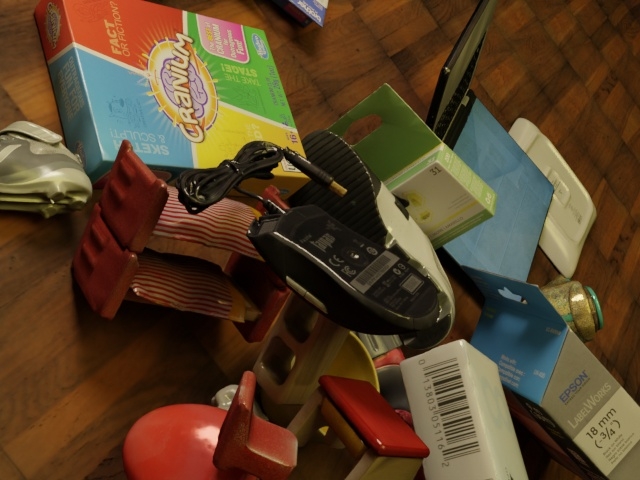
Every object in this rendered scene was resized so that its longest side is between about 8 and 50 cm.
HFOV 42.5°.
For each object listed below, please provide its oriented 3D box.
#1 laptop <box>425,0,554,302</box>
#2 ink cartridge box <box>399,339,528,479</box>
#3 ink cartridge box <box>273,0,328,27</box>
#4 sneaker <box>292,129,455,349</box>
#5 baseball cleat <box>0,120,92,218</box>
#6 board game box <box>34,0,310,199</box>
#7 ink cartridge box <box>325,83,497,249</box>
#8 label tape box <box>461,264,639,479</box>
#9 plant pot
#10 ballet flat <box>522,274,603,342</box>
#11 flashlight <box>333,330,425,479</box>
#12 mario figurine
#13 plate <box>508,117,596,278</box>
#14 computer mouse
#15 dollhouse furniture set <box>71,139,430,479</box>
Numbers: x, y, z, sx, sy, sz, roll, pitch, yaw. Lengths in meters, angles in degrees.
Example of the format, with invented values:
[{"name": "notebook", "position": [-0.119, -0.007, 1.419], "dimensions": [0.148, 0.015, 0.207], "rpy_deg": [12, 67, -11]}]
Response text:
[{"name": "laptop", "position": [0.305, -0.164, 1.337], "dimensions": [0.236, 0.407, 0.382], "rpy_deg": [21, 46, 9]}, {"name": "ink cartridge box", "position": [0.239, 0.317, 1.008], "dimensions": [0.385, 0.091, 0.308], "rpy_deg": [33, 39, -54]}, {"name": "ink cartridge box", "position": [-0.063, -0.480, 1.346], "dimensions": [0.186, 0.065, 0.311], "rpy_deg": [33, 42, -28]}, {"name": "sneaker", "position": [0.077, -0.007, 1.151], "dimensions": [0.330, 0.122, 0.146], "rpy_deg": [58, 21, 3]}, {"name": "baseball cleat", "position": [-0.331, -0.073, 0.810], "dimensions": [0.206, 0.072, 0.109], "rpy_deg": [10, 42, -44]}, {"name": "board game box", "position": [-0.174, -0.176, 1.027], "dimensions": [0.317, 0.064, 0.242], "rpy_deg": [0, 65, -46]}, {"name": "ink cartridge box", "position": [0.113, -0.088, 1.179], "dimensions": [0.235, 0.171, 0.056], "rpy_deg": [41, 42, -18]}, {"name": "label tape box", "position": [0.312, 0.198, 1.141], "dimensions": [0.106, 0.240, 0.333], "rpy_deg": [-45, 102, -7]}, {"name": "plant pot", "position": [-0.011, 0.171, 0.932], "dimensions": [0.134, 0.095, 0.134], "rpy_deg": [24, 55, -41]}, {"name": "ballet flat", "position": [0.382, 0.119, 1.343], "dimensions": [0.123, 0.123, 0.348], "rpy_deg": [65, 10, 9]}, {"name": "flashlight", "position": [0.100, 0.245, 1.002], "dimensions": [0.103, 0.103, 0.304], "rpy_deg": [-19, 79, -24]}, {"name": "mario figurine", "position": [-0.079, 0.277, 0.813], "dimensions": [0.320, 0.170, 0.198], "rpy_deg": [48, 3, -26]}, {"name": "plate", "position": [0.456, -0.098, 1.638], "dimensions": [0.278, 0.045, 0.277], "rpy_deg": [51, 39, -7]}, {"name": "computer mouse", "position": [0.000, 0.000, 0.782], "dimensions": [0.262, 0.060, 0.184], "rpy_deg": [31, 31, 8]}, {"name": "dollhouse furniture set", "position": [-0.066, 0.068, 0.771], "dimensions": [0.201, 0.152, 0.374], "rpy_deg": [14, 20, -41]}]
